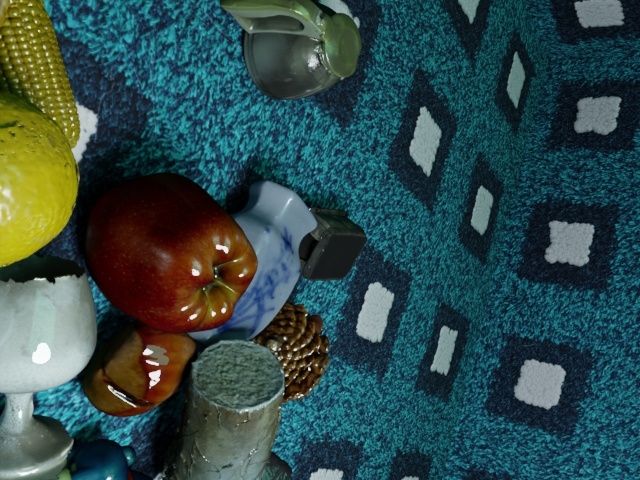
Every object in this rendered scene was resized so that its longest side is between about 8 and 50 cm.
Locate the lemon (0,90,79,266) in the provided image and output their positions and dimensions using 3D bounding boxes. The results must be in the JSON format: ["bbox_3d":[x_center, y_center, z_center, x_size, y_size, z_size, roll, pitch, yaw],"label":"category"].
[{"bbox_3d":[-0.496,-0.084,0.835,0.310,0.258,0.257,-17,111,-49],"label":"lemon"}]

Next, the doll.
[{"bbox_3d":[-0.401,0.523,1.157,0.186,0.198,0.321,-22,121,-21],"label":"doll"}]

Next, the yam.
[{"bbox_3d":[-0.200,0.386,1.236,0.241,0.241,0.348,-26,143,-48],"label":"yam"}]

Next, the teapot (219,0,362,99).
[{"bbox_3d":[-0.043,-0.487,1.392,0.239,0.239,0.321,-58,137,-30],"label":"teapot"}]

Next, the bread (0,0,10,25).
[{"bbox_3d":[-0.529,-0.341,0.834,0.085,0.173,0.134,50,56,-64],"label":"bread"}]

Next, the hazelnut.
[{"bbox_3d":[-0.348,0.256,1.185,0.181,0.212,0.181,43,16,-22],"label":"hazelnut"}]

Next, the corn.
[{"bbox_3d":[-0.474,-0.276,0.962,0.119,0.119,0.321,-33,122,-45],"label":"corn"}]

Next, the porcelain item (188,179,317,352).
[{"bbox_3d":[-0.178,0.071,1.382,0.405,0.178,0.242,-60,141,-20],"label":"porcelain item"}]

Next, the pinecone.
[{"bbox_3d":[-0.100,0.290,1.496,0.264,0.264,0.264,-16,110,-51],"label":"pinecone"}]

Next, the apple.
[{"bbox_3d":[-0.287,0.026,1.133,0.288,0.317,0.288,-34,139,-36],"label":"apple"}]

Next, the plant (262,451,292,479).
[{"bbox_3d":[-0.168,0.609,1.534,0.142,0.164,0.256,-40,117,-42],"label":"plant"}]

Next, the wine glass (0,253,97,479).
[{"bbox_3d":[-0.482,0.190,0.956,0.238,0.238,0.322,-7,107,-53],"label":"wine glass"}]

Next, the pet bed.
[{"bbox_3d":[0.000,0.000,1.642,0.211,0.159,0.183,1,122,-52],"label":"pet bed"}]
